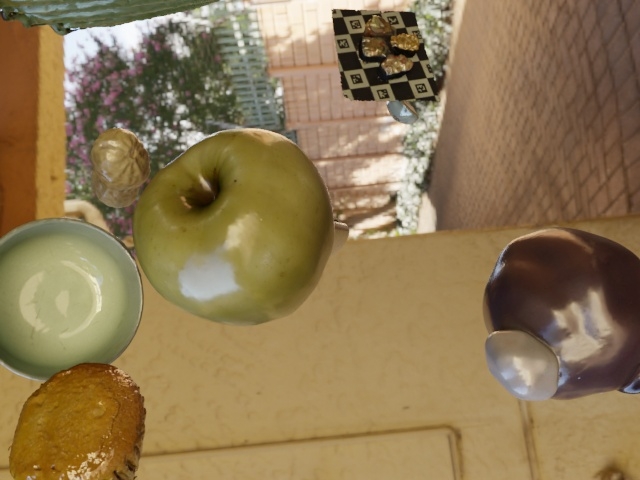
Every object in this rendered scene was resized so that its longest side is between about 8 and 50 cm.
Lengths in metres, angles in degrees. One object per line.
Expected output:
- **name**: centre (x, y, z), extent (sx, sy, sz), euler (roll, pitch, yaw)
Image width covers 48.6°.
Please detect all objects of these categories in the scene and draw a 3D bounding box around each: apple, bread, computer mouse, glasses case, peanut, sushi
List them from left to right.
- **bread**: centre (-0.385, 0.316, 1.156), extent (0.139, 0.239, 0.240), euler (64, -164, -50)
- **peanut**: centre (-0.427, -0.144, 1.512), extent (0.257, 0.123, 0.124), euler (123, 144, -63)
- **apple**: centre (-0.104, -0.012, 0.929), extent (0.262, 0.262, 0.262), euler (-6, -90, -90)
- **glasses case**: centre (0.000, 0.000, 1.577), extent (0.060, 0.114, 0.299), euler (45, -174, 7)
- **sushi**: centre (0.123, -0.358, 1.320), extent (0.040, 0.192, 0.210), euler (121, 143, -64)
- **computer mouse**: centre (0.213, -0.354, 1.905), extent (0.089, 0.056, 0.182), euler (46, -164, -14)

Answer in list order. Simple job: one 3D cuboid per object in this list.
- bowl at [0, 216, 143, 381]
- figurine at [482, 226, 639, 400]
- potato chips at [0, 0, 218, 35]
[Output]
- **bowl**: centre (-0.511, 0.116, 1.375), extent (0.163, 0.307, 0.307), euler (-15, 80, 62)
- **figurine**: centre (0.327, 0.111, 0.955), extent (0.365, 0.206, 0.218), euler (47, -144, -66)
- **potato chips**: centre (-0.358, -0.440, 1.218), extent (0.358, 0.429, 0.070), euler (80, -177, -88)
